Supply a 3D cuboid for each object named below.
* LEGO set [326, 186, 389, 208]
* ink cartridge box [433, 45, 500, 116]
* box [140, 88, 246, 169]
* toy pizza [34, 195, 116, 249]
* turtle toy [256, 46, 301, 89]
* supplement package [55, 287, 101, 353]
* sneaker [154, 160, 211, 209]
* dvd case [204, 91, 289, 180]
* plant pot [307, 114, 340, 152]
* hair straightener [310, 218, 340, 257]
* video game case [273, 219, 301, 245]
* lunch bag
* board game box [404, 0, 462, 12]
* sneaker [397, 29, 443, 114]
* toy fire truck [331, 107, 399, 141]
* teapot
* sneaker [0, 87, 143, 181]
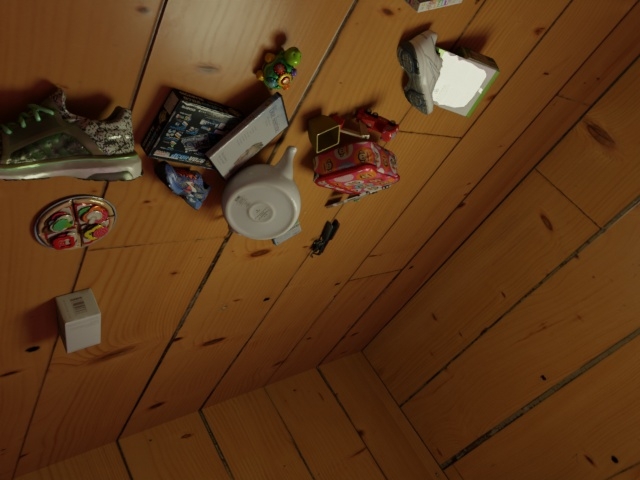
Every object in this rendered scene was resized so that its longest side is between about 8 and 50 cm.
[{"bbox_3d":[0.159,-0.189,1.938,0.244,0.060,0.183,-20,-177,-37],"label":"LEGO set"},{"bbox_3d":[0.431,-0.549,1.664,0.255,0.097,0.188,15,134,-15],"label":"ink cartridge box"},{"bbox_3d":[-0.314,-0.273,1.262,0.220,0.051,0.175,3,134,-52],"label":"box"},{"bbox_3d":[-0.632,-0.037,1.298,0.201,0.032,0.201,-28,153,-16],"label":"toy pizza"},{"bbox_3d":[-0.095,-0.430,1.247,0.095,0.066,0.130,-5,141,-46],"label":"turtle toy"},{"bbox_3d":[-0.753,0.251,1.550,0.105,0.105,0.179,-16,147,-35],"label":"supplement package"},{"bbox_3d":[-0.374,-0.166,1.360,0.087,0.083,0.221,-48,160,-5],"label":"sneaker"},{"bbox_3d":[-0.191,-0.276,1.350,0.253,0.022,0.180,-43,169,-6],"label":"dvd case"},{"bbox_3d":[0.002,-0.331,1.505,0.081,0.083,0.081,-27,152,-17],"label":"plant pot"},{"bbox_3d":[0.000,0.000,2.110,0.089,0.047,0.230,-13,150,-38],"label":"hair straightener"},{"bbox_3d":[-0.136,-0.050,1.886,0.119,0.015,0.166,-30,154,-9],"label":"video game case"},{"bbox_3d":[0.107,-0.237,1.688,0.258,0.120,0.293,-12,171,30],"label":"lunch bag"},{"bbox_3d":[0.284,-0.646,1.298,0.154,0.103,0.026,-23,151,-24],"label":"board game box"},{"bbox_3d":[0.331,-0.514,1.554,0.129,0.111,0.297,-40,148,-9],"label":"sneaker"},{"bbox_3d":[0.138,-0.356,1.567,0.135,0.192,0.047,-52,166,-37],"label":"toy fire truck"},{"bbox_3d":[-0.182,-0.136,1.517,0.256,0.187,0.252,-7,130,0],"label":"teapot"},{"bbox_3d":[-0.567,-0.222,1.011,0.411,0.158,0.181,-6,110,-42],"label":"sneaker"}]
